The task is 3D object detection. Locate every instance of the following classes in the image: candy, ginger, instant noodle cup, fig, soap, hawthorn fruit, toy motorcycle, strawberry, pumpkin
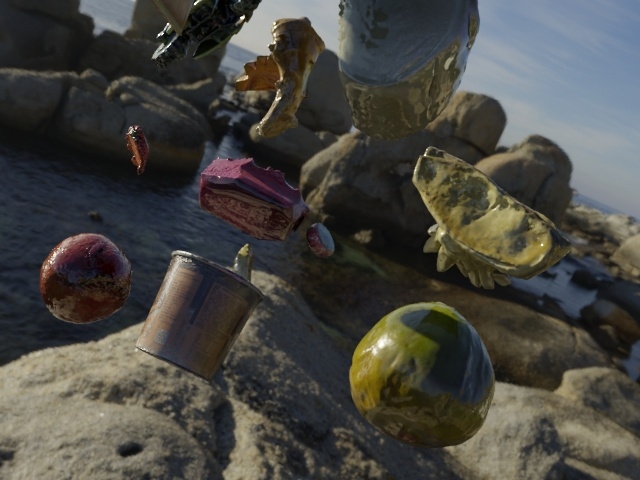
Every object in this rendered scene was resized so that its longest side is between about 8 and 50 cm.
[{"bbox_3d":[0.000,0.000,1.679,0.103,0.043,0.103,46,27,-31],"label":"candy"},{"bbox_3d":[-0.080,-0.376,1.332,0.131,0.295,0.086,19,0,-16],"label":"ginger"},{"bbox_3d":[-0.249,0.159,1.179,0.217,0.207,0.217,22,-19,8],"label":"instant noodle cup"},{"bbox_3d":[0.244,0.303,1.353,0.343,0.343,0.343,22,14,-6],"label":"fig"},{"bbox_3d":[-0.190,-0.115,1.686,0.324,0.220,0.127,26,57,3],"label":"soap"},{"bbox_3d":[-0.751,0.130,1.862,0.316,0.316,0.316,22,14,-6],"label":"hawthorn fruit"},{"bbox_3d":[-0.286,-0.610,1.542,0.168,0.410,0.237,40,42,-40],"label":"toy motorcycle"},{"bbox_3d":[-0.520,-0.262,1.675,0.048,0.152,0.104,-23,51,-25],"label":"strawberry"},{"bbox_3d":[-0.124,-0.515,1.793,0.253,0.131,0.149,10,24,24],"label":"pumpkin"}]

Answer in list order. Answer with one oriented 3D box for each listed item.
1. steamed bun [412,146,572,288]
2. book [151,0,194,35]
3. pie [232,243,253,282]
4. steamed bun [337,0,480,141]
[{"bbox_3d":[0.384,-0.020,1.457,0.428,0.247,0.189,39,-1,28],"label":"steamed bun"},{"bbox_3d":[-0.272,-0.512,1.128,0.018,0.170,0.242,21,3,-3],"label":"book"},{"bbox_3d":[-0.218,0.100,1.618,0.052,0.185,0.218,5,2,-3],"label":"pie"},{"bbox_3d":[0.163,-0.392,1.060,0.236,0.384,0.247,0,-16,10],"label":"steamed bun"}]
